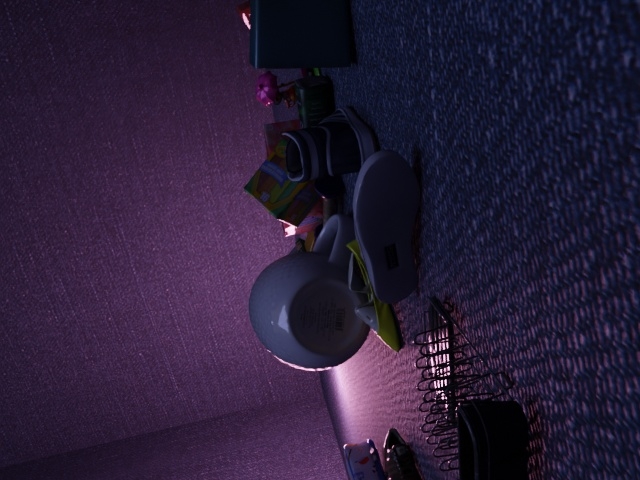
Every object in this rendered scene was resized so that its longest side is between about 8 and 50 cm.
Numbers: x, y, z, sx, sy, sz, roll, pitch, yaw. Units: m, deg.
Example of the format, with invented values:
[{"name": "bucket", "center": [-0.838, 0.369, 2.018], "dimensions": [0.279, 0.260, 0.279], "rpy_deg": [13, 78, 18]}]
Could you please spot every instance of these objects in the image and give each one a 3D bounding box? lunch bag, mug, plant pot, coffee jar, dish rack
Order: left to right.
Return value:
[{"name": "plant pot", "center": [-0.042, -0.426, 0.987], "dimensions": [0.166, 0.165, 0.234], "rpy_deg": [-116, 23, -66]}, {"name": "coffee jar", "center": [-0.009, -0.278, 1.304], "dimensions": [0.096, 0.079, 0.184], "rpy_deg": [-112, 12, -60]}, {"name": "mug", "center": [-0.003, 0.116, 1.320], "dimensions": [0.328, 0.276, 0.374], "rpy_deg": [167, 122, -78]}, {"name": "plant pot", "center": [0.000, 0.000, 1.760], "dimensions": [0.081, 0.081, 0.083], "rpy_deg": [-109, 23, -51]}, {"name": "lunch bag", "center": [0.147, 0.740, 1.653], "dimensions": [0.243, 0.115, 0.303], "rpy_deg": [-109, 8, -63]}, {"name": "dish rack", "center": [0.162, 0.203, 0.683], "dimensions": [0.271, 0.074, 0.208], "rpy_deg": [-113, 14, -62]}]

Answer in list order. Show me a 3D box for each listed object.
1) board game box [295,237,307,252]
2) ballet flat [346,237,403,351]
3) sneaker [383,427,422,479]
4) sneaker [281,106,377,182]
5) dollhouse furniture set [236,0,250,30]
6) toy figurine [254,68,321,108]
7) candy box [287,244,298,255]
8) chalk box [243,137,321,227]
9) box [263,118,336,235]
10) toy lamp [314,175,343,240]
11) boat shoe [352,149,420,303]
[{"name": "board game box", "center": [0.002, 0.101, 1.763], "dimensions": [0.030, 0.136, 0.260], "rpy_deg": [-50, 33, 23]}, {"name": "ballet flat", "center": [0.096, 0.103, 1.070], "dimensions": [0.077, 0.077, 0.231], "rpy_deg": [-169, 68, -83]}, {"name": "sneaker", "center": [0.165, 0.465, 1.177], "dimensions": [0.188, 0.066, 0.071], "rpy_deg": [-127, 27, -75]}, {"name": "sneaker", "center": [0.000, -0.181, 1.058], "dimensions": [0.282, 0.153, 0.099], "rpy_deg": [-117, 17, -67]}, {"name": "dollhouse furniture set", "center": [-0.082, -0.556, 1.331], "dimensions": [0.374, 0.152, 0.201], "rpy_deg": [28, -132, -75]}, {"name": "toy figurine", "center": [-0.084, -0.378, 1.425], "dimensions": [0.173, 0.159, 0.130], "rpy_deg": [95, 162, -71]}, {"name": "candy box", "center": [-0.039, 0.098, 1.937], "dimensions": [0.165, 0.070, 0.196], "rpy_deg": [41, 177, -6]}, {"name": "chalk box", "center": [-0.062, -0.160, 1.427], "dimensions": [0.132, 0.213, 0.132], "rpy_deg": [40, -173, 21]}, {"name": "box", "center": [-0.060, -0.183, 1.619], "dimensions": [0.142, 0.154, 0.300], "rpy_deg": [95, 163, -68]}, {"name": "toy lamp", "center": [0.021, -0.060, 1.464], "dimensions": [0.275, 0.080, 0.080], "rpy_deg": [92, 165, -56]}, {"name": "boat shoe", "center": [0.093, -0.026, 0.832], "dimensions": [0.088, 0.096, 0.267], "rpy_deg": [-116, 6, -48]}]
